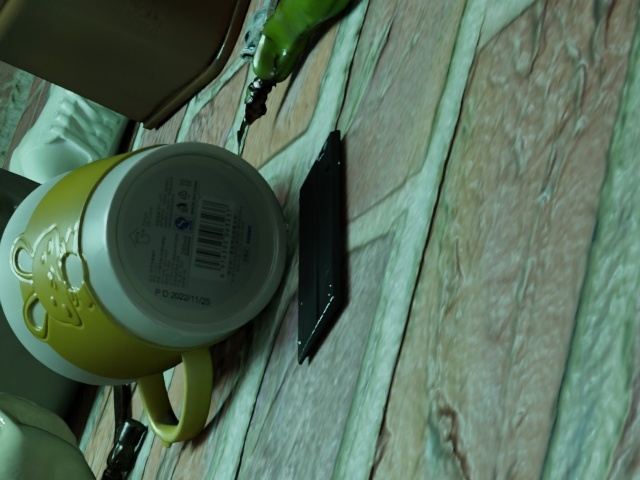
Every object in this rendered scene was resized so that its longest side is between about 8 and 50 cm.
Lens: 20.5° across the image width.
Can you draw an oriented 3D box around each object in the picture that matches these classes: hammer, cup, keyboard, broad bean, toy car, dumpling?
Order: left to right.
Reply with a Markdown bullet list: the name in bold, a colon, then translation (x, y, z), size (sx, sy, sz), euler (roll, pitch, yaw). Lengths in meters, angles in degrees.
- **dumpling**: translation (-0.259, 0.252, 1.566), size (0.132, 0.162, 0.250), euler (-19, 53, 22)
- **hammer**: translation (-0.182, 0.163, 1.630), size (0.065, 0.021, 0.178), euler (-64, 13, 15)
- **cup**: translation (-0.128, 0.041, 1.376), size (0.226, 0.185, 0.241), euler (-21, 83, 62)
- **toy car**: translation (-0.059, -0.201, 1.682), size (0.093, 0.025, 0.041), euler (-40, 31, 60)
- **keyboard**: translation (0.000, 0.000, 1.240), size (0.202, 0.011, 0.067), euler (-90, 24, -53)
- **broad bean**: translation (0.001, -0.199, 1.430), size (0.318, 0.056, 0.098), euler (120, 157, -45)

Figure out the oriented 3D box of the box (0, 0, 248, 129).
- **box**: translation (-0.221, -0.297, 1.981), size (0.339, 0.229, 0.239), euler (153, 136, -68)

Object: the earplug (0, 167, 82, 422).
- **earplug**: translation (-0.414, 0.128, 1.909), size (0.394, 0.313, 0.312), euler (-65, 16, 12)

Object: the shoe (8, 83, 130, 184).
- **shoe**: translation (-0.296, -0.161, 2.262), size (0.160, 0.132, 0.363), euler (-53, 17, 30)
